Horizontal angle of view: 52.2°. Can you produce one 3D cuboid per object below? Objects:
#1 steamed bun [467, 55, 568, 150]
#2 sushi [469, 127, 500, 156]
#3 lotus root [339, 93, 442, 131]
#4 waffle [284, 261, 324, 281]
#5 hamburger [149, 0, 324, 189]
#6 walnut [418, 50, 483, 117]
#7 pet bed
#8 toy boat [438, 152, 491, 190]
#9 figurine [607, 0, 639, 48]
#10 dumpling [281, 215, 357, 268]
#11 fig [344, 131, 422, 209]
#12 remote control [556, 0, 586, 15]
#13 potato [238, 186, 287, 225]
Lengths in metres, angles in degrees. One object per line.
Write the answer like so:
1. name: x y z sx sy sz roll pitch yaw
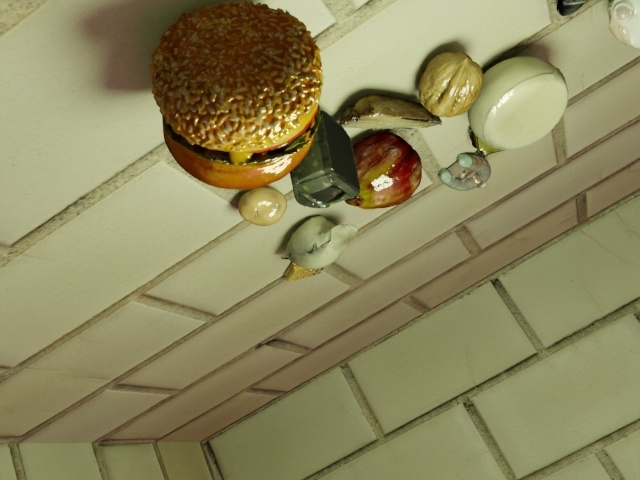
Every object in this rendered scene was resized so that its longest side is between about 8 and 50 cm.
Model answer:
1. steamed bun: 0.544 -0.401 1.855 0.283 0.177 0.283 -15 140 -13
2. sushi: 0.604 -0.379 2.045 0.291 0.131 0.139 -24 133 9
3. lotus root: 0.199 -0.342 1.743 0.329 0.078 0.167 -5 -177 -42
4. waffle: -0.053 0.101 2.408 0.148 0.042 0.102 -12 152 -32
5. hamburger: -0.153 -0.278 1.235 0.330 0.330 0.250 -18 152 -18
6. walnut: 0.336 -0.404 1.683 0.155 0.155 0.184 -15 151 -25
7. pet bed: -0.016 -0.193 1.636 0.159 0.211 0.183 -21 155 24
8. toy boat: 0.520 -0.227 2.290 0.155 0.085 0.227 -42 151 28
9. figurine: 0.852 -0.635 1.659 0.253 0.211 0.361 -33 158 -1
10. dumpling: 0.000 -0.005 2.161 0.227 0.243 0.175 -27 122 -46
11. fig: 0.166 -0.193 1.861 0.263 0.224 0.224 -8 150 -28
12. remote control: 0.662 -0.669 1.608 0.090 0.066 0.266 -4 153 -17
13. potato: -0.160 -0.095 1.845 0.147 0.112 0.112 -6 149 -26
